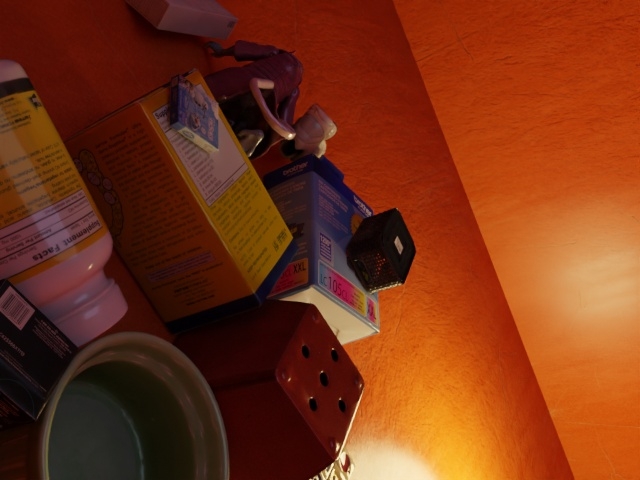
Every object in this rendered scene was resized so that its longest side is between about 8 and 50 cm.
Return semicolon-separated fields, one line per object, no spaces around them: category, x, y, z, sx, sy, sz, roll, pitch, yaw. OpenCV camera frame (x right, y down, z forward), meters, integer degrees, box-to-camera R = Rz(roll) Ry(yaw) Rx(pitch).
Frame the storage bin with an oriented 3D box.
storage bin;0.139;0.020;1.524;0.122;0.084;0.180;63;26;-17

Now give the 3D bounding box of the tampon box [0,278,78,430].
tampon box;-0.377;0.136;0.754;0.120;0.161;0.101;55;31;-28

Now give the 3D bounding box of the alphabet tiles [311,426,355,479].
alphabet tiles;-0.032;0.370;1.378;0.343;0.011;0.285;63;28;-13

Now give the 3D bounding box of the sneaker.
sneaker;-0.051;-0.226;1.595;0.099;0.121;0.262;51;-13;3

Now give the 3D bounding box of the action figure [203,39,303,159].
action figure;-0.129;-0.327;1.415;0.248;0.275;0.370;54;45;-16

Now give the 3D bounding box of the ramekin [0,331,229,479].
ramekin;-0.267;0.279;0.869;0.303;0.148;0.303;39;41;-44

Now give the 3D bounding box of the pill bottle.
pill bottle;-0.373;-0.029;0.835;0.334;0.188;0.188;67;27;-15

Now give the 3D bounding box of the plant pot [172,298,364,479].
plant pot;-0.086;0.246;1.111;0.267;0.235;0.267;58;31;-19

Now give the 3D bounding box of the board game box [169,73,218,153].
board game box;-0.188;-0.190;1.038;0.090;0.020;0.090;33;44;-51

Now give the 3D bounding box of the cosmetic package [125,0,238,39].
cosmetic package;-0.277;-0.467;1.407;0.099;0.060;0.239;44;25;13

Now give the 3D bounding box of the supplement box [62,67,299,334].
supplement box;-0.222;-0.061;1.127;0.357;0.195;0.194;61;29;-17

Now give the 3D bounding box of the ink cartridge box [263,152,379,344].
ink cartridge box;0.000;0.000;1.539;0.270;0.151;0.395;39;39;-45
